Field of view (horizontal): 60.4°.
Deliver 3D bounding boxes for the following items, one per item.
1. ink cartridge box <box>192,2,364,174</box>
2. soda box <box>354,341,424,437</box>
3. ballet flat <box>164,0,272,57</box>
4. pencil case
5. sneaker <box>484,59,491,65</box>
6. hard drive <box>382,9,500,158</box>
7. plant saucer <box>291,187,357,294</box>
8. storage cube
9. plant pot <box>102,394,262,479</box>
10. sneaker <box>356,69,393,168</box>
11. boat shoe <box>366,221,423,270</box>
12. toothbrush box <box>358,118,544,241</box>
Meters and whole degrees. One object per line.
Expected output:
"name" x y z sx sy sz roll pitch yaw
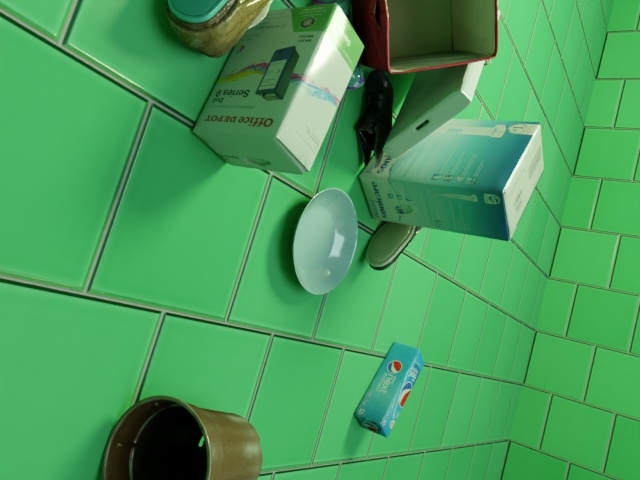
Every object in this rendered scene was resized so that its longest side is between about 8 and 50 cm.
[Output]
"ink cartridge box" -0.056 -0.207 0.755 0.093 0.154 0.212 40 68 -51
"soda box" 0.165 0.346 1.289 0.210 0.071 0.067 -54 138 -30
"ballet flat" -0.063 -0.371 0.709 0.342 0.116 0.124 -55 169 -7
"pencil case" 0.032 -0.330 0.921 0.070 0.065 0.151 -77 158 -54
"sneaker" 0.387 -0.467 1.387 0.170 0.075 0.063 -41 116 -70
"hard drive" 0.236 -0.311 1.064 0.040 0.203 0.307 37 52 -16
"plant saucer" 0.000 0.000 0.993 0.195 0.038 0.194 -18 113 -51
"storage cube" 0.164 -0.390 0.916 0.215 0.193 0.183 -12 115 -10
"plant pot" -0.171 0.297 0.745 0.165 0.167 0.166 33 73 -61
"sneaker" 0.103 -0.233 1.059 0.089 0.051 0.170 -47 138 -43
"boat shoe" 0.176 -0.010 1.195 0.233 0.084 0.079 -52 137 -37
"toothbrush box" 0.261 -0.134 1.096 0.216 0.296 0.126 -54 139 -32
